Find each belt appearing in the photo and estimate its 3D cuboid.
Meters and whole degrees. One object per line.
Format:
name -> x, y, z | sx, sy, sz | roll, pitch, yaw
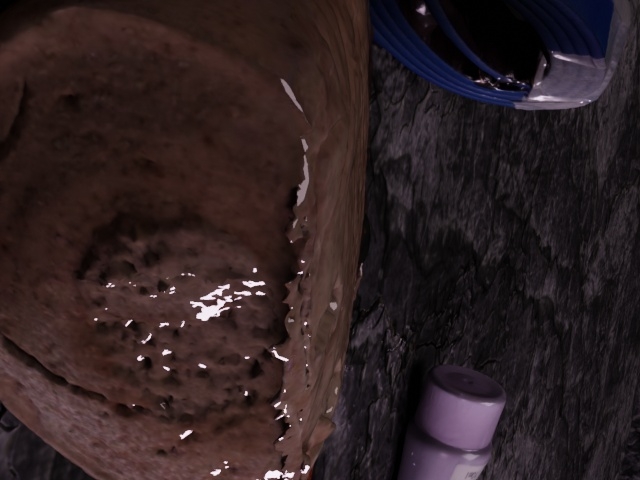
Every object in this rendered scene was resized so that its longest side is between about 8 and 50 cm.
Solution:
belt -> 0.145, -0.223, 0.944 | 0.347, 0.212, 0.117 | 31, 68, -60

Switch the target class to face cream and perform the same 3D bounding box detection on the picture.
face cream -> 0.126, 0.279, 1.238 | 0.154, 0.096, 0.274 | -20, 129, -66

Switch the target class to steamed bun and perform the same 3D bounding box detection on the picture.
steamed bun -> -0.079, -0.025, 0.559 | 0.251, 0.199, 0.301 | -78, 171, -53

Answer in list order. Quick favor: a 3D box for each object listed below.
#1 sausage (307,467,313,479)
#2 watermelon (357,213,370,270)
sausage -> -0.041, 0.177, 0.833 | 0.074, 0.074, 0.274 | 31, 70, -64
watermelon -> 0.000, 0.000, 0.864 | 0.110, 0.078, 0.078 | -42, 135, -55
